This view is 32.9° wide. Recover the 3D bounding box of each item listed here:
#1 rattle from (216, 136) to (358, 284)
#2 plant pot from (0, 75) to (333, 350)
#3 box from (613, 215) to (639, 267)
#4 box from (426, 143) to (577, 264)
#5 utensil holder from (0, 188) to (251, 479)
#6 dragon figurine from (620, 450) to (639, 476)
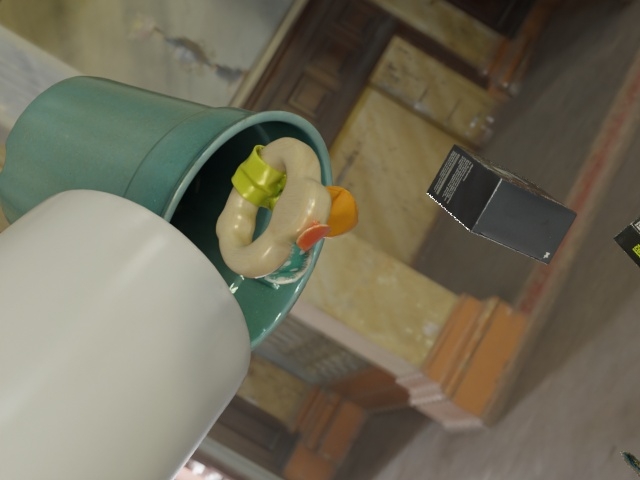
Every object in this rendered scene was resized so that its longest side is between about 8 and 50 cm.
[{"bbox_3d":[0.000,0.000,0.913,0.130,0.143,0.199,-51,30,-9],"label":"rattle"},{"bbox_3d":[-0.218,-0.050,1.417,0.341,0.334,0.341,-34,-44,-41],"label":"plant pot"},{"bbox_3d":[0.549,0.030,1.654,0.045,0.184,0.190,-50,-13,34],"label":"box"},{"bbox_3d":[0.271,-0.056,1.632,0.093,0.156,0.158,-62,29,13],"label":"box"},{"bbox_3d":[-0.291,0.178,1.075,0.385,0.327,0.327,-50,-4,-42],"label":"utensil holder"},{"bbox_3d":[0.463,0.289,1.138,0.144,0.289,0.085,-49,-16,19],"label":"dragon figurine"}]
